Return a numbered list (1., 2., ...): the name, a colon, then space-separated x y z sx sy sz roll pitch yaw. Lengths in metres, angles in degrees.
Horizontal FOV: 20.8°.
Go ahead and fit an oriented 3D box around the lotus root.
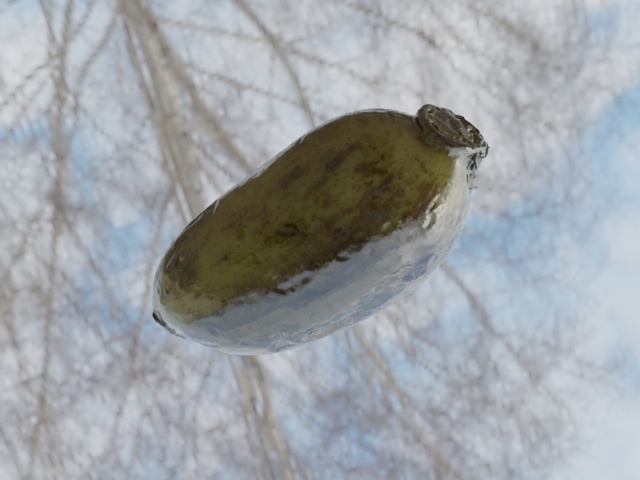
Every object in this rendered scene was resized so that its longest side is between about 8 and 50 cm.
1. lotus root: 0.000 0.000 0.809 0.179 0.089 0.080 -34 -137 17
